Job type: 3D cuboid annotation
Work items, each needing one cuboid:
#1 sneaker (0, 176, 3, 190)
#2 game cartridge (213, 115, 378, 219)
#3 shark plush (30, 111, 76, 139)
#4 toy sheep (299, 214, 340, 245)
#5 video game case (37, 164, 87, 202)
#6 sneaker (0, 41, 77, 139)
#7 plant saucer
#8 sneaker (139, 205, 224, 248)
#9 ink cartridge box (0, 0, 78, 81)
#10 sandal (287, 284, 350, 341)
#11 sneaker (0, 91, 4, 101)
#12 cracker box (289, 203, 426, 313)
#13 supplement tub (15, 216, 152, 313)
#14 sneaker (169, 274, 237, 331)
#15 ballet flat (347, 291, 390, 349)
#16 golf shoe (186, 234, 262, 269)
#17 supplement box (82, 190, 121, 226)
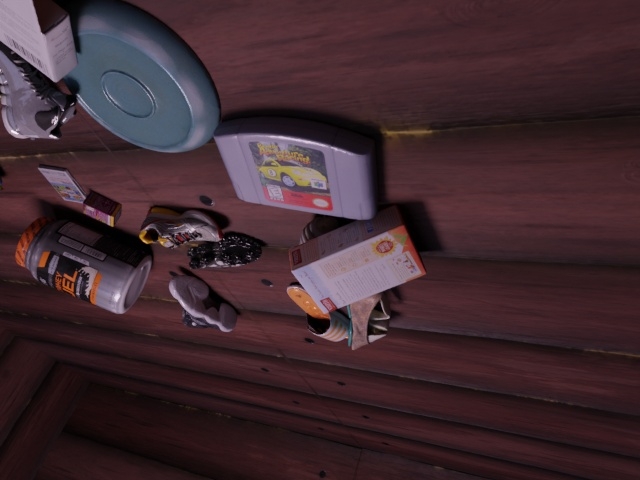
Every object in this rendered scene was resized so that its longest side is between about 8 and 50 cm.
[{"bbox_3d":[-0.921,-0.175,1.351,0.209,0.069,0.082,7,113,36],"label":"sneaker"},{"bbox_3d":[-0.044,-0.133,0.913,0.293,0.060,0.196,10,142,17],"label":"game cartridge"},{"bbox_3d":[-0.575,-0.249,1.028,0.161,0.067,0.073,-8,138,37],"label":"shark plush"},{"bbox_3d":[0.000,0.000,1.049,0.091,0.091,0.132,26,129,-7],"label":"toy sheep"},{"bbox_3d":[-0.648,-0.140,1.280,0.087,0.011,0.122,9,145,17],"label":"video game case"},{"bbox_3d":[-0.497,-0.285,0.890,0.132,0.086,0.229,11,125,5],"label":"sneaker"},{"bbox_3d":[-0.331,-0.266,0.890,0.317,0.044,0.318,14,147,9],"label":"plant saucer"},{"bbox_3d":[-0.332,-0.017,1.206,0.225,0.093,0.088,4,143,23],"label":"sneaker"},{"bbox_3d":[-0.482,-0.386,0.703,0.275,0.060,0.239,38,155,-6],"label":"ink cartridge box"},{"bbox_3d":[-0.007,0.219,1.379,0.101,0.076,0.265,-16,132,44],"label":"sandal"},{"bbox_3d":[-0.682,-0.309,1.034,0.083,0.031,0.035,29,147,-12],"label":"sneaker"},{"bbox_3d":[0.074,0.042,0.998,0.232,0.067,0.156,-23,133,11],"label":"cracker box"},{"bbox_3d":[-0.659,0.063,1.415,0.315,0.194,0.194,23,147,-3],"label":"supplement tub"},{"bbox_3d":[-0.391,0.202,1.548,0.153,0.101,0.268,-10,139,35],"label":"sneaker"},{"bbox_3d":[0.119,0.192,1.249,0.106,0.108,0.316,6,147,9],"label":"ballet flat"},{"bbox_3d":[-0.228,0.031,1.252,0.198,0.077,0.094,-4,173,17],"label":"golf shoe"},{"bbox_3d":[-0.557,-0.080,1.287,0.083,0.043,0.055,27,147,-10],"label":"supplement box"}]
